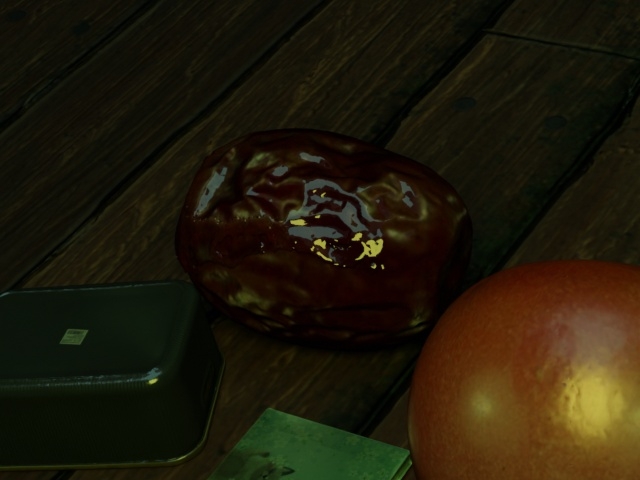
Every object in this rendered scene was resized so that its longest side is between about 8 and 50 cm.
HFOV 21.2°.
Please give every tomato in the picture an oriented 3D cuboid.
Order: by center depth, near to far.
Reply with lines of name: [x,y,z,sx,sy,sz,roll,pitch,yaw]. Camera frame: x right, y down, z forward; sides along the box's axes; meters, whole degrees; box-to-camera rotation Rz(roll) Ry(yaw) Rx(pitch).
tomato: [0.183,0.125,1.128,0.256,0.256,0.224,9,73,27]

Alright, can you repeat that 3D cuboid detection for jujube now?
jujube: [0.000,0.000,1.419,0.243,0.183,0.183,14,44,17]

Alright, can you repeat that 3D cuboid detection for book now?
book: [-0.012,0.180,1.306,0.135,0.017,0.103,14,44,31]

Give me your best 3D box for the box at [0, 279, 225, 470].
box: [-0.189,0.106,1.396,0.201,0.090,0.144,-3,37,13]
